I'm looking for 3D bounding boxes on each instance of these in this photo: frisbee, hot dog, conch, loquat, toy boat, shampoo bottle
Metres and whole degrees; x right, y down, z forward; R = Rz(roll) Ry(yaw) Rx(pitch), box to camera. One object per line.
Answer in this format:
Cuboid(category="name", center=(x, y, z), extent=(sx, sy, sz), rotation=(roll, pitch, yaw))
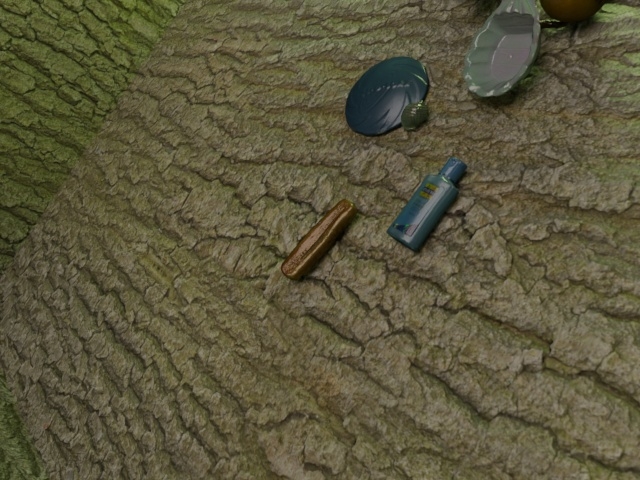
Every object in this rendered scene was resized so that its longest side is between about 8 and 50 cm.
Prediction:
Cuboid(category="frisbee", center=(0.193, -0.458, 1.545), extent=(0.289, 0.049, 0.290), rotation=(-17, 58, 28))
Cuboid(category="hot dog", center=(-0.001, 0.000, 1.435), extent=(0.286, 0.061, 0.088), rotation=(-45, 53, 6))
Cuboid(category="conch", center=(0.268, -0.363, 1.432), extent=(0.076, 0.056, 0.085), rotation=(25, 84, 19))
Cuboid(category="loquat", center=(0.633, -0.640, 1.259), extent=(0.204, 0.149, 0.172), rotation=(32, 78, 39))
Cuboid(category="toy boat", center=(0.491, -0.502, 1.302), extent=(0.199, 0.100, 0.291), rotation=(25, 100, 45))
Cuboid(category="shampoo bottle", center=(0.282, -0.100, 1.287), extent=(0.103, 0.061, 0.258), rotation=(35, 89, 40))

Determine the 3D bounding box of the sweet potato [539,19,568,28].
Cuboid(category="sweet potato", center=(0.604, -0.576, 1.333), extent=(0.115, 0.026, 0.026), rotation=(19, 79, 38))
